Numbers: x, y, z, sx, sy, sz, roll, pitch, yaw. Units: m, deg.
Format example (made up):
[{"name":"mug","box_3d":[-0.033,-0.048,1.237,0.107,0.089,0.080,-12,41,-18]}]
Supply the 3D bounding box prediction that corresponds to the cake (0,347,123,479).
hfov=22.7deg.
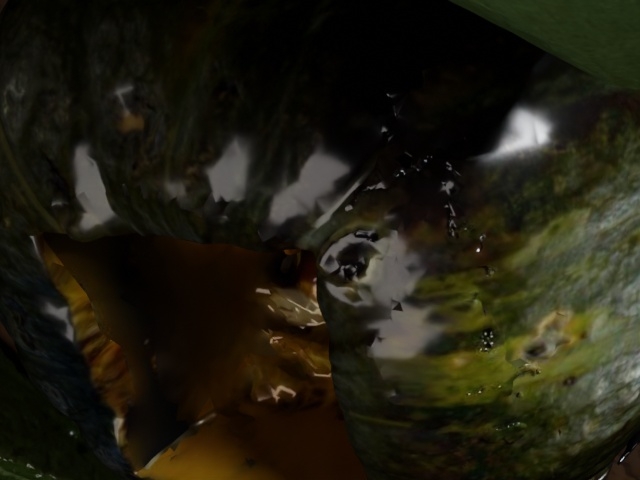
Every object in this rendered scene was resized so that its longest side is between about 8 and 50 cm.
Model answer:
[{"name":"cake","box_3d":[-0.211,0.141,0.997,0.235,0.099,0.100,42,140,-6]}]

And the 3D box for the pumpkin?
[{"name":"pumpkin","box_3d":[0.000,0.000,0.652,0.320,0.192,0.320,20,138,19]}]

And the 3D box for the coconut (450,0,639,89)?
[{"name":"coconut","box_3d":[0.075,-0.187,0.367,0.328,0.281,0.328,14,120,25]}]
